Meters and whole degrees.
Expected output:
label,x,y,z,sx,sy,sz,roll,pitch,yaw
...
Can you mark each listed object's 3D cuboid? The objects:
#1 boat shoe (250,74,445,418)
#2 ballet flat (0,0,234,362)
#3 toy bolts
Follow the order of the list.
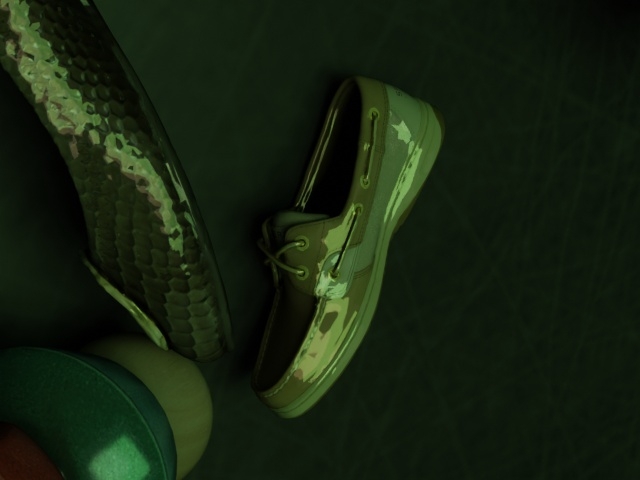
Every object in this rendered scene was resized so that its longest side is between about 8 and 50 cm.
label,x,y,z,sx,sy,sz,roll,pitch,yaw
boat shoe,0.000,0.000,0.596,0.045,0.050,0.135,29,76,-30
ballet flat,-0.097,-0.061,0.504,0.058,0.084,0.249,-29,114,-9
toy bolts,-0.092,0.145,0.541,0.158,0.218,0.228,-33,113,-61
